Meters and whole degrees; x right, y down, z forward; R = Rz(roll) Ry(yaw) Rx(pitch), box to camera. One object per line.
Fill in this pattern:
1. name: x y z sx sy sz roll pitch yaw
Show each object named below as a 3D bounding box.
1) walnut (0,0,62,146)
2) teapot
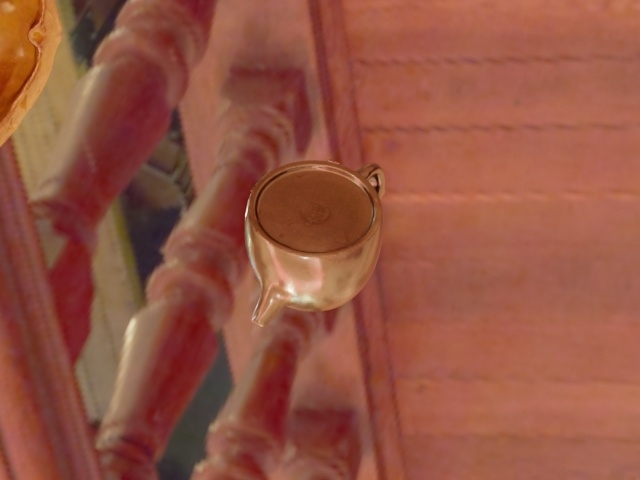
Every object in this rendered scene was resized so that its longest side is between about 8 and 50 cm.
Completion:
1. walnut: -0.253 -0.112 0.969 0.087 0.211 0.167 14 108 35
2. teapot: 0.000 0.000 0.938 0.076 0.121 0.068 28 143 21
